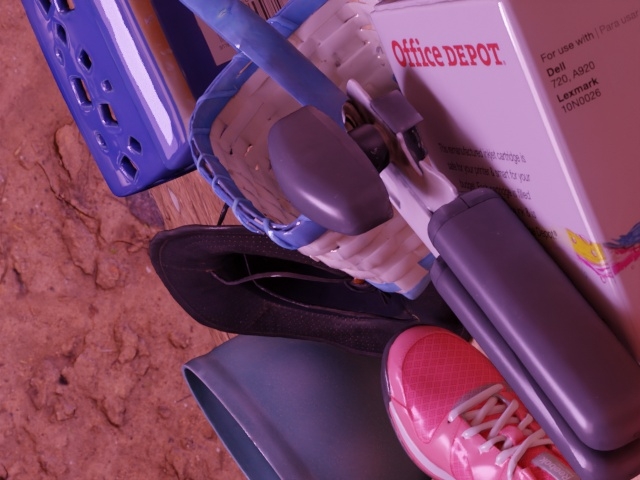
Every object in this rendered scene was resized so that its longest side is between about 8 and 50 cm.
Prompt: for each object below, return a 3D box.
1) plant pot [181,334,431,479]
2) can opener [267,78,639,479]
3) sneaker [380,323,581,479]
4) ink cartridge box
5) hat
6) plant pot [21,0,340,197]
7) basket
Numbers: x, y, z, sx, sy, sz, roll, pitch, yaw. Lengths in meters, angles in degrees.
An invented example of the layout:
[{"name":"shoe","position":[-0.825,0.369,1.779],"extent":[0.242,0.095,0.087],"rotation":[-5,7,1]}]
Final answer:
[{"name":"plant pot","position":[0.015,0.195,1.635],"extent":[0.293,0.196,0.293],"rotation":[50,167,17]},{"name":"can opener","position":[0.065,0.021,0.824],"extent":[0.283,0.095,0.076],"rotation":[55,165,36]},{"name":"sneaker","position":[0.173,0.188,1.292],"extent":[0.313,0.116,0.136],"rotation":[54,155,12]},{"name":"ink cartridge box","position":[0.156,-0.028,0.856],"extent":[0.278,0.117,0.201],"rotation":[67,167,-12]},{"name":"hat","position":[0.000,0.000,1.414],"extent":[0.331,0.331,0.133],"rotation":[101,179,-70]},{"name":"plant pot","position":[-0.107,-0.188,1.375],"extent":[0.235,0.236,0.212],"rotation":[66,160,-8]},{"name":"basket","position":[-0.011,-0.109,1.107],"extent":[0.289,0.201,0.255],"rotation":[34,-171,-39]}]
